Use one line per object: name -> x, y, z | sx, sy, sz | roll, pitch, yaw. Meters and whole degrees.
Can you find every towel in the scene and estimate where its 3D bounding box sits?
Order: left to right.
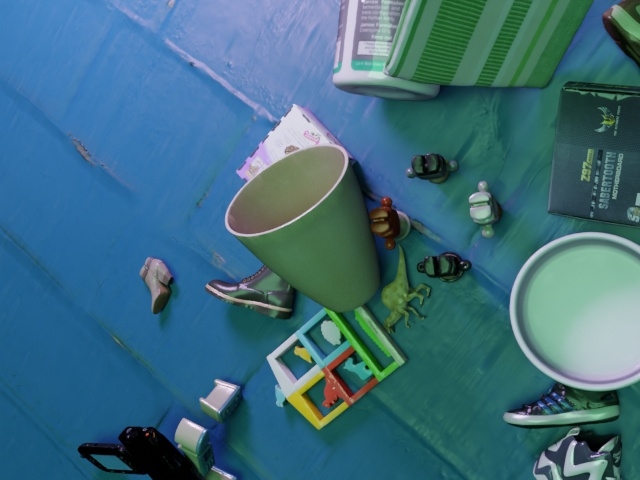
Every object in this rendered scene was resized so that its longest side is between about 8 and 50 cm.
towel -> 0.282, -0.359, 1.157 | 0.247, 0.325, 0.038 | 108, 152, -47

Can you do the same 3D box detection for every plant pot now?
plant pot -> 0.000, 0.000, 1.340 | 0.257, 0.256, 0.274 | -19, 124, 23

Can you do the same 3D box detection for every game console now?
game console -> -0.421, 0.514, 1.607 | 0.362, 0.044, 0.213 | -12, 118, 40

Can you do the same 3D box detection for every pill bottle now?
pill bottle -> 0.141, -0.452, 1.295 | 0.204, 0.204, 0.360 | 9, 96, 23

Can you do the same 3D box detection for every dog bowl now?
dog bowl -> 0.469, 0.122, 1.210 | 0.265, 0.104, 0.264 | -3, 82, 23

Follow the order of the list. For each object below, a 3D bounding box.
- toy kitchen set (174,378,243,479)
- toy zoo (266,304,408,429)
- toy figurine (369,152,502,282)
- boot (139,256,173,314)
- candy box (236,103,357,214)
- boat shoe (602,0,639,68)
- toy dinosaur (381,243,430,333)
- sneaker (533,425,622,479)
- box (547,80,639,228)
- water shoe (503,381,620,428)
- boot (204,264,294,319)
toy kitchen set -> -0.216, 0.445, 1.564 | 0.122, 0.166, 0.207 | 20, 136, 22
toy zoo -> 0.015, 0.262, 1.472 | 0.293, 0.030, 0.192 | -43, 76, 19
toy figurine -> 0.221, -0.043, 1.317 | 0.213, 0.148, 0.209 | 38, 100, 20
boot -> -0.390, 0.101, 1.639 | 0.087, 0.042, 0.118 | 33, 103, 25
candy box -> -0.051, -0.155, 1.463 | 0.196, 0.070, 0.165 | -46, 75, 19
boat shoe -> 0.587, -0.310, 1.171 | 0.095, 0.095, 0.257 | -35, 80, 12
toy dinosaur -> 0.166, 0.104, 1.389 | 0.093, 0.053, 0.183 | 12, 97, 24
sneaker -> 0.512, 0.420, 1.229 | 0.235, 0.094, 0.153 | 38, 115, 28
box -> 0.492, -0.145, 1.187 | 0.184, 0.059, 0.232 | 13, 117, 28
water shoe -> 0.436, 0.298, 1.282 | 0.203, 0.073, 0.080 | -10, 67, 19
boot -> -0.141, 0.079, 1.517 | 0.198, 0.077, 0.136 | 15, 94, 9
